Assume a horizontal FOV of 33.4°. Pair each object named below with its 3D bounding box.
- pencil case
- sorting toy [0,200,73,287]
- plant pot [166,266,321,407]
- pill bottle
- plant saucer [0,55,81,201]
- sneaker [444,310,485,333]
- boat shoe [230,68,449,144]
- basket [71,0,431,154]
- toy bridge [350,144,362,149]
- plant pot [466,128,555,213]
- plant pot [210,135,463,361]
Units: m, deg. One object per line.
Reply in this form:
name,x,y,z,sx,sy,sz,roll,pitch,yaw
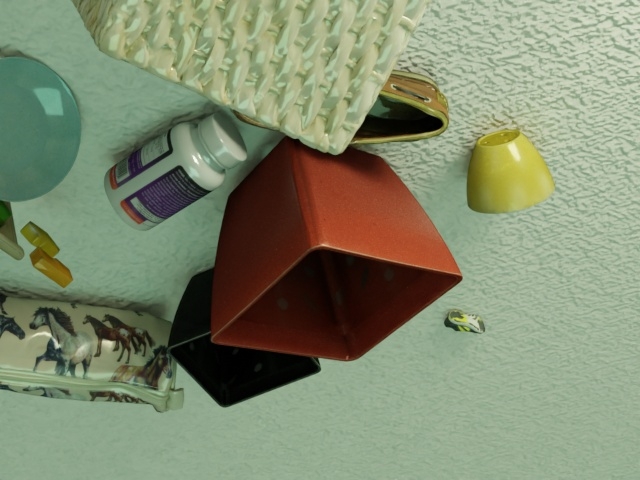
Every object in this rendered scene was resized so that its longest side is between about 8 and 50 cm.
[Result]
pencil case,-0.426,0.188,1.741,0.410,0.183,0.160,9,132,-19
sorting toy,-0.460,-0.066,1.456,0.041,0.229,0.307,-42,130,5
plant pot,-0.128,0.134,1.744,0.188,0.167,0.187,-23,134,13
pill bottle,-0.205,-0.103,1.532,0.193,0.108,0.108,-29,132,20
plant saucer,-0.417,-0.150,1.437,0.037,0.195,0.195,10,155,45
sneaker,0.260,0.150,1.926,0.083,0.031,0.035,22,141,-23
boat shoe,0.026,-0.190,1.463,0.307,0.104,0.110,-1,119,-6
basket,-0.067,-0.315,1.167,0.328,0.266,0.331,22,110,-26
toy bridge,0.041,-0.162,1.569,0.188,0.026,0.063,-24,133,16
plant pot,0.278,-0.111,1.603,0.134,0.134,0.095,-14,111,5
plant pot,0.000,0.000,1.547,0.267,0.235,0.267,12,141,-36
